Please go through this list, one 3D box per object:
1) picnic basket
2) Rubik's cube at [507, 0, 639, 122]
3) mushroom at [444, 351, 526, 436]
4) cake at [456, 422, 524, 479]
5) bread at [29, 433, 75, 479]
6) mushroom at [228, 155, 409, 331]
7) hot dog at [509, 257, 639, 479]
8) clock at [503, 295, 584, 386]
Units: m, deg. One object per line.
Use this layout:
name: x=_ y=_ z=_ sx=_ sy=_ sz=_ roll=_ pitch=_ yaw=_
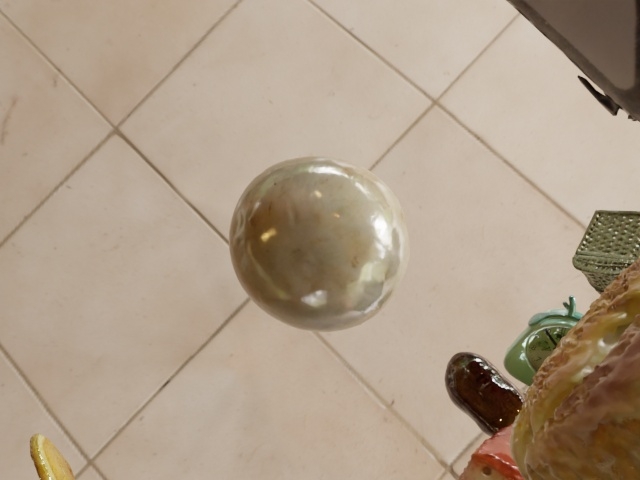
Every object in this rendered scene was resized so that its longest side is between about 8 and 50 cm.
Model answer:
picnic basket: x=0.600 y=0.058 z=1.128 sx=0.196 sy=0.134 sz=0.154 roll=41 pitch=74 yaw=-29
Rubik's cube: x=0.241 y=-0.296 z=0.311 sx=0.310 sy=0.305 sz=0.307 roll=44 pitch=68 yaw=3
mushroom: x=0.422 y=0.366 z=1.408 sx=0.148 sy=0.217 sz=0.227 roll=-54 pitch=52 yaw=21
cake: x=0.383 y=0.540 z=1.086 sx=0.269 sy=0.270 sz=0.320 roll=23 pitch=101 yaw=39
bread: x=-0.373 y=0.319 z=0.817 sx=0.024 sy=0.110 sz=0.110 roll=-28 pitch=75 yaw=-19
mushroom: x=0.000 y=0.000 z=1.176 sx=0.361 sy=0.295 sz=0.363 roll=5 pitch=116 yaw=10
hot dog: x=0.321 y=0.096 z=0.448 sx=0.365 sy=0.367 sz=0.196 roll=-41 pitch=78 yaw=-5
clock: x=0.448 y=0.194 z=1.073 sx=0.159 sy=0.066 sz=0.211 roll=29 pitch=124 yaw=11
